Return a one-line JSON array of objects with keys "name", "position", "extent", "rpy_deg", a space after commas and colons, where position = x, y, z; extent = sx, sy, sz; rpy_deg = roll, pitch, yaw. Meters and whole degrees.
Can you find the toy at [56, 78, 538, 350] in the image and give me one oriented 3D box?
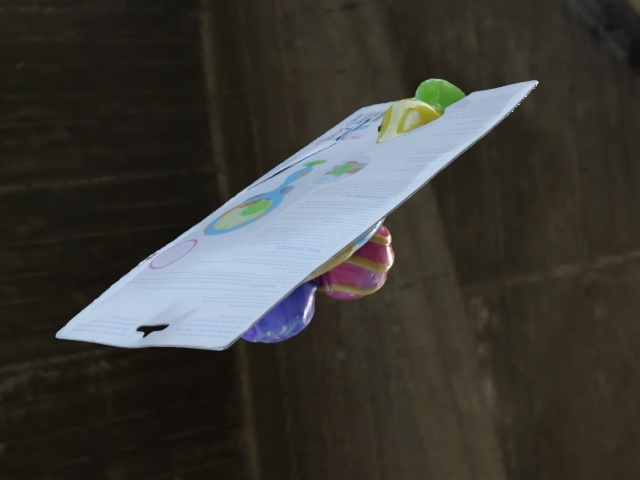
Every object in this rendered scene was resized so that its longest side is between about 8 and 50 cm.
[{"name": "toy", "position": [0.000, 0.000, 0.739], "extent": [0.237, 0.137, 0.056], "rpy_deg": [-43, -65, -33]}]
